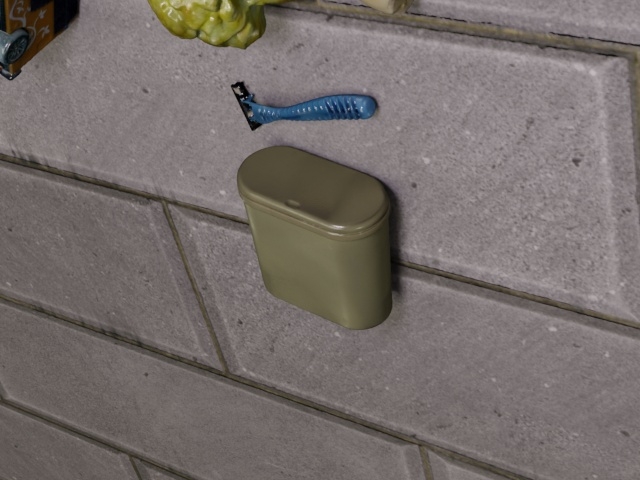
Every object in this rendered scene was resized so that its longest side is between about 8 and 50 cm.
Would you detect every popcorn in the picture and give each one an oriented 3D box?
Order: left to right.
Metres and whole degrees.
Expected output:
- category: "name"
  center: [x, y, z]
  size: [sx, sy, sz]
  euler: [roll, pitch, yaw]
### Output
- category: "popcorn"
  center: [-0.122, -0.340, 1.602]
  size: [0.212, 0.198, 0.198]
  euler: [-6, 128, 14]

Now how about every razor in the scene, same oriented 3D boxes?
- category: "razor"
  center: [-0.027, -0.186, 1.772]
  size: [0.253, 0.042, 0.082]
  euler: [4, 130, 40]

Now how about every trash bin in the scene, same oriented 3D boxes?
- category: "trash bin"
  center: [0.000, 0.000, 1.885]
  size: [0.243, 0.121, 0.247]
  euler: [21, 144, 26]

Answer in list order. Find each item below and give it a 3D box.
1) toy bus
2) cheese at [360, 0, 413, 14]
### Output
- category: "toy bus"
  center: [-0.455, -0.413, 1.799]
  size: [0.162, 0.194, 0.323]
  euler: [34, 148, 10]
- category: "cheese"
  center: [0.044, -0.371, 1.481]
  size: [0.249, 0.071, 0.163]
  euler: [34, 145, 12]
